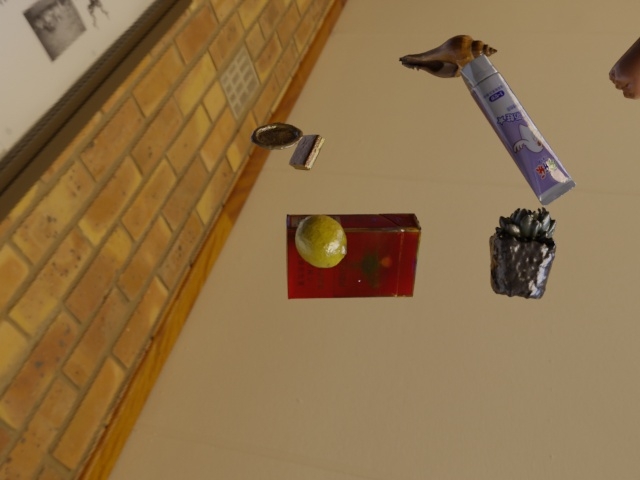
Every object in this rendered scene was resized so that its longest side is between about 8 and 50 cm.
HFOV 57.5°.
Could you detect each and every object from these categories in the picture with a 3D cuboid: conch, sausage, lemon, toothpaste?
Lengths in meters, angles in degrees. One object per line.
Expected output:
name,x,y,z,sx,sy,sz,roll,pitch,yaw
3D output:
conch,0.362,-0.526,1.668,0.093,0.109,0.330,-39,-149,-24
sausage,0.649,-0.382,1.055,0.289,0.086,0.086,-48,-139,14
lemon,0.000,0.000,1.257,0.133,0.109,0.109,37,-115,22
toothpaste,0.451,-0.257,1.353,0.125,0.080,0.371,-28,-95,-27

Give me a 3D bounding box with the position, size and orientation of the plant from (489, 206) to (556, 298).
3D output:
plant,0.427,0.023,1.247,0.132,0.194,0.129,6,-178,6

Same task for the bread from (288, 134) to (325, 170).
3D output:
bread,-0.036,-0.235,1.558,0.090,0.035,0.094,18,-100,58

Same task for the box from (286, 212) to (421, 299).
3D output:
box,0.074,0.038,1.407,0.313,0.197,0.089,0,-151,-2

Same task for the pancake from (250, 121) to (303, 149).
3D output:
pancake,-0.094,-0.226,1.256,0.115,0.011,0.115,2,-140,-1
